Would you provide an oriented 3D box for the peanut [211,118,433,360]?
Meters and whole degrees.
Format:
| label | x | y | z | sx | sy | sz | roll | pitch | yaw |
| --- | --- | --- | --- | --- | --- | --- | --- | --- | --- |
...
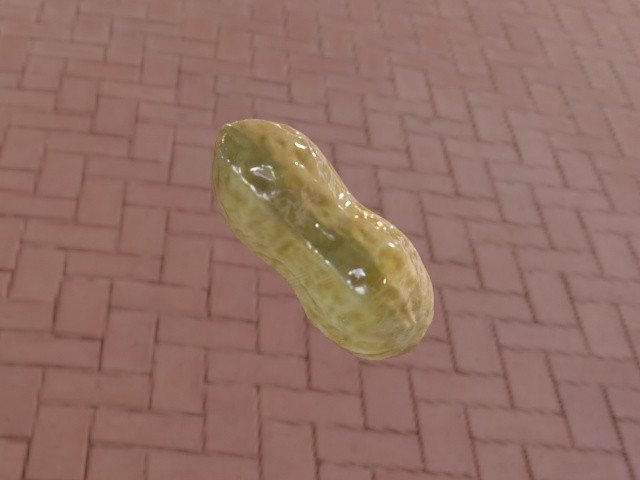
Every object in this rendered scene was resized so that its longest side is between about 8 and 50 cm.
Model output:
| label | x | y | z | sx | sy | sz | roll | pitch | yaw |
| --- | --- | --- | --- | --- | --- | --- | --- | --- | --- |
| peanut | 0.001 | 0.000 | 0.848 | 0.193 | 0.089 | 0.089 | 45 | 31 | -14 |
